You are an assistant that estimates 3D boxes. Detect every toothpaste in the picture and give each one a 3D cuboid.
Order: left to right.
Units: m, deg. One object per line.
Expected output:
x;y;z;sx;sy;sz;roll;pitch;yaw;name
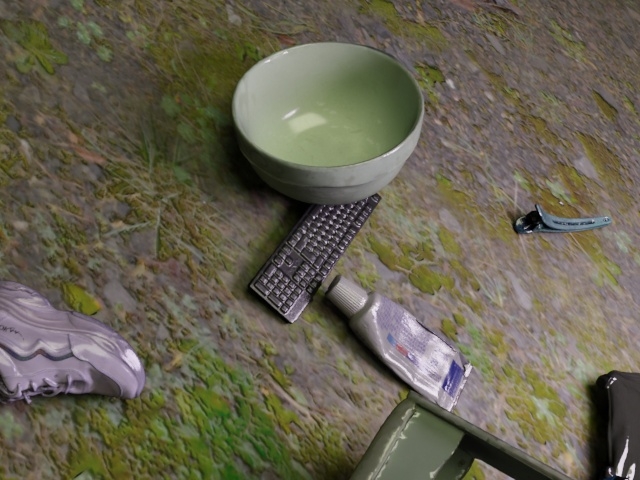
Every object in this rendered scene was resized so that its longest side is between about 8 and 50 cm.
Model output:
0.124;0.155;1.250;0.282;0.068;0.099;40;83;-10;toothpaste

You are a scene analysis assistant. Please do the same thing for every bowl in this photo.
0.010;-0.174;1.287;0.307;0.163;0.307;1;49;-1;bowl

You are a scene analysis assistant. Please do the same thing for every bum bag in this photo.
0.508;0.348;1.304;0.142;0.079;0.326;33;50;-13;bum bag

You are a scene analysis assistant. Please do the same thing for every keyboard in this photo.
0.000;0.000;1.286;0.101;0.018;0.310;43;55;-9;keyboard

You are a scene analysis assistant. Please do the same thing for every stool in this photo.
0.168;0.368;0.969;0.269;0.170;0.244;26;72;27;stool

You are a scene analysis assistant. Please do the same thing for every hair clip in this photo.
0.481;-0.039;1.534;0.229;0.070;0.039;1;58;-33;hair clip

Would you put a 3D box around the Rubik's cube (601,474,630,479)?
0.376;0.462;1.107;0.167;0.183;0.180;-21;74;-31;Rubik's cube

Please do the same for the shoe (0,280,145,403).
-0.350;0.158;1.005;0.245;0.095;0.138;29;57;-3;shoe
